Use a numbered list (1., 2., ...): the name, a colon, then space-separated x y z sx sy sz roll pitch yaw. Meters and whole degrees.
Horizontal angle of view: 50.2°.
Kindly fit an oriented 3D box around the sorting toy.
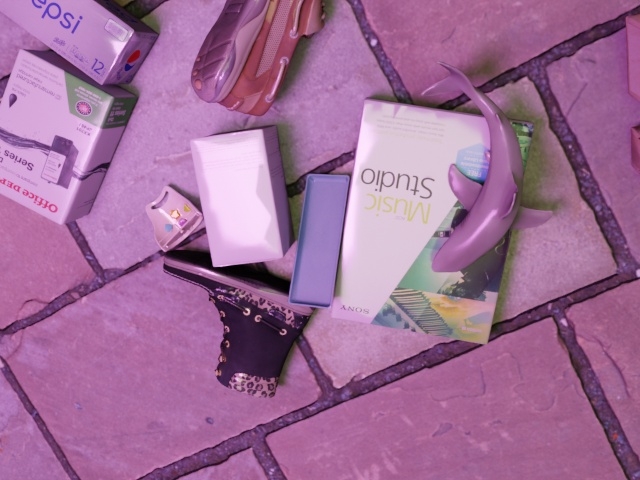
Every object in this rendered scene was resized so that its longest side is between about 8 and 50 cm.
1. sorting toy: -0.222 -0.040 1.022 0.083 0.045 0.075 -43 87 14

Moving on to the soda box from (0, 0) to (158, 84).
1. soda box: -0.374 -0.334 0.941 0.286 0.098 0.091 36 106 -2

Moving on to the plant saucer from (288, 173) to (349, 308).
1. plant saucer: 0.000 0.000 0.974 0.067 0.018 0.192 5 82 23

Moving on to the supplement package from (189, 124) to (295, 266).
1. supplement package: -0.106 -0.065 0.968 0.105 0.105 0.179 -7 101 8

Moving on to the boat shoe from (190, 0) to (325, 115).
1. boat shoe: -0.054 -0.316 0.911 0.116 0.123 0.324 25 97 -34

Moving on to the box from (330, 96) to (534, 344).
1. box: 0.151 -0.025 0.970 0.232 0.058 0.321 9 105 5

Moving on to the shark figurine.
1. shark figurine: 0.220 -0.089 0.864 0.166 0.116 0.278 -4 104 6

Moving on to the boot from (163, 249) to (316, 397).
1. boot: -0.141 0.125 1.021 0.237 0.085 0.178 20 103 -5

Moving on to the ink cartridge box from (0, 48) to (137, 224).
1. ink cartridge box: -0.384 -0.148 0.991 0.153 0.087 0.208 27 105 1

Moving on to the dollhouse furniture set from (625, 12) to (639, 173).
1. dollhouse furniture set: 0.566 -0.215 0.785 0.356 0.173 0.303 -12 120 6
